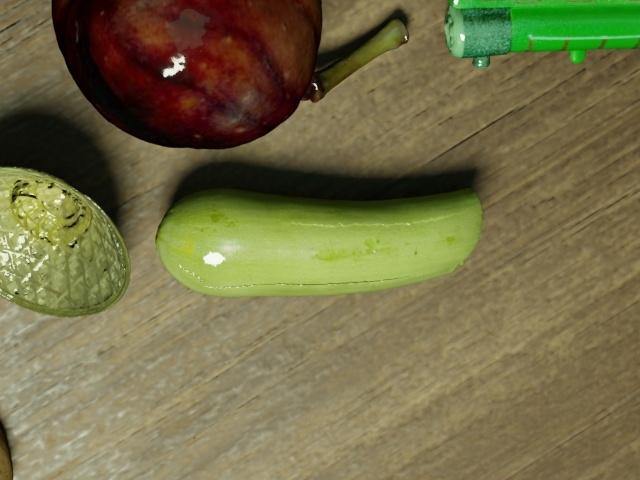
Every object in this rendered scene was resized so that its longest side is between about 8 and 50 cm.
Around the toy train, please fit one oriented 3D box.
[{"bbox_3d":[0.209,-0.190,1.092,0.251,0.085,0.119,-3,114,-6],"label":"toy train"}]

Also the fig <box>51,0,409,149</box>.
[{"bbox_3d":[-0.069,-0.138,1.012,0.186,0.203,0.249,-19,141,24],"label":"fig"}]

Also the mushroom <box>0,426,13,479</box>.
[{"bbox_3d":[-0.292,0.170,1.069,0.123,0.052,0.123,-1,95,-12],"label":"mushroom"}]

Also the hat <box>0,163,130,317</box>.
[{"bbox_3d":[-0.197,-0.017,1.056,0.146,0.067,0.146,10,133,11],"label":"hat"}]

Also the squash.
[{"bbox_3d":[0.000,0.000,1.081,0.250,0.083,0.083,-1,99,-12],"label":"squash"}]
